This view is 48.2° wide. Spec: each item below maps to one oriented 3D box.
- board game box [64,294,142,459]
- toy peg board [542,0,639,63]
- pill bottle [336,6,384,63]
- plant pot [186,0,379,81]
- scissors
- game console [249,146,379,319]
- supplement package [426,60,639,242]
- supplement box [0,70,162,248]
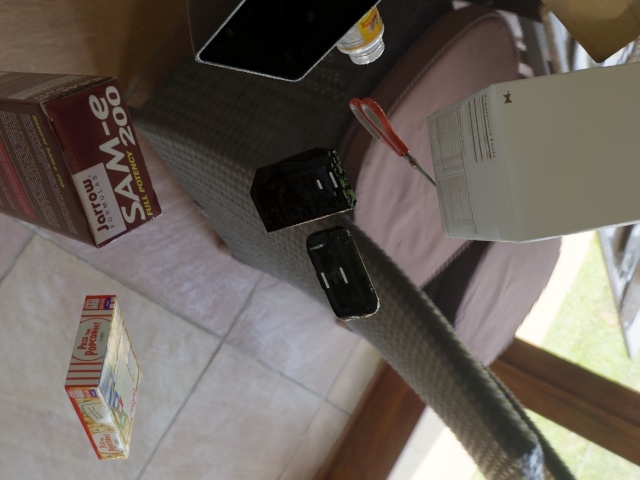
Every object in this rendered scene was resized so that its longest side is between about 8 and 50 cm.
[{"bbox_3d":[-0.294,0.192,0.990,0.194,0.045,0.147,90,-2,-46],"label":"board game box"},{"bbox_3d":[0.255,-0.256,0.593,0.160,0.079,0.161,-36,144,28],"label":"toy peg board"},{"bbox_3d":[0.067,-0.497,1.579,0.117,0.117,0.215,-54,139,-18],"label":"pill bottle"},{"bbox_3d":[-0.065,-0.339,0.917,0.187,0.167,0.188,-2,153,-48],"label":"plant pot"},{"bbox_3d":[0.164,-0.161,1.362,0.021,0.109,0.297,-45,98,-11],"label":"scissors"},{"bbox_3d":[0.000,0.000,1.441,0.044,0.213,0.362,-39,110,-52],"label":"game console"},{"bbox_3d":[0.241,-0.086,0.750,0.194,0.203,0.149,-10,93,-8],"label":"supplement package"},{"bbox_3d":[-0.256,-0.083,0.661,0.073,0.239,0.130,-34,123,-35],"label":"supplement box"}]
